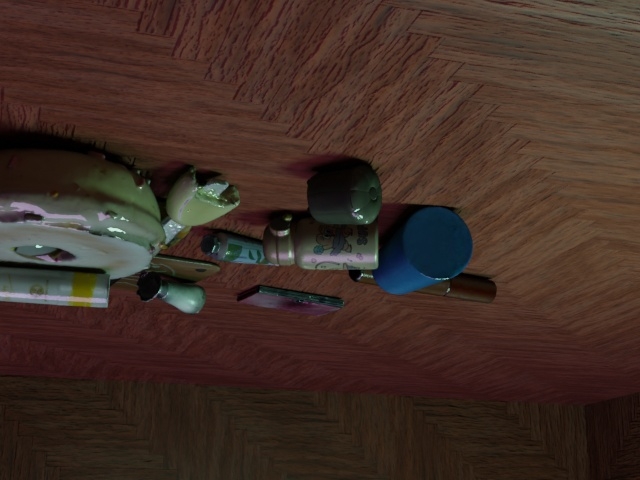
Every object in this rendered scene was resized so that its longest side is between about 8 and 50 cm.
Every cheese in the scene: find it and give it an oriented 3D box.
[{"bbox_3d":[-0.228,-0.047,1.706,0.127,0.049,0.235,5,149,-42],"label":"cheese"}]

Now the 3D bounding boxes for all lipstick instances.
[{"bbox_3d":[-0.481,0.074,1.670,0.264,0.059,0.059,5,162,-11],"label":"lipstick"},{"bbox_3d":[0.221,0.086,2.174,0.357,0.057,0.057,10,160,-28],"label":"lipstick"}]

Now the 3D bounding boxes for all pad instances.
[{"bbox_3d":[-0.393,0.069,2.200,0.287,0.018,0.284,9,161,-30],"label":"pad"}]

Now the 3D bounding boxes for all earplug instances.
[{"bbox_3d":[0.172,0.034,1.904,0.132,0.132,0.273,5,166,-13],"label":"earplug"}]

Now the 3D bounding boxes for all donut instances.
[{"bbox_3d":[-0.434,-0.041,1.627,0.383,0.142,0.382,1,162,0],"label":"donut"}]

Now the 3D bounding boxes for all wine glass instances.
[{"bbox_3d":[-0.321,0.113,2.201,0.072,0.072,0.155,-11,160,32],"label":"wine glass"}]

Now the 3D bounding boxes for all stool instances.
[{"bbox_3d":[0.038,-0.070,1.617,0.110,0.096,0.096,-3,163,30],"label":"stool"}]

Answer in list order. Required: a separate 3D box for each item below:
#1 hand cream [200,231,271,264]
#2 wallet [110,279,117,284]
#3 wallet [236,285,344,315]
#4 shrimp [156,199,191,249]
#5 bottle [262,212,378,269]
[{"bbox_3d":[-0.125,0.022,1.999,0.088,0.055,0.256,-9,167,41],"label":"hand cream"},{"bbox_3d":[-0.477,0.041,2.017,0.182,0.049,0.229,24,155,-19],"label":"wallet"},{"bbox_3d":[-0.072,0.144,2.420,0.232,0.025,0.119,12,160,-30],"label":"wallet"},{"bbox_3d":[-0.323,-0.015,1.854,0.145,0.059,0.254,12,159,-25],"label":"shrimp"},{"bbox_3d":[0.000,0.000,1.840,0.209,0.097,0.110,0,131,3],"label":"bottle"}]
